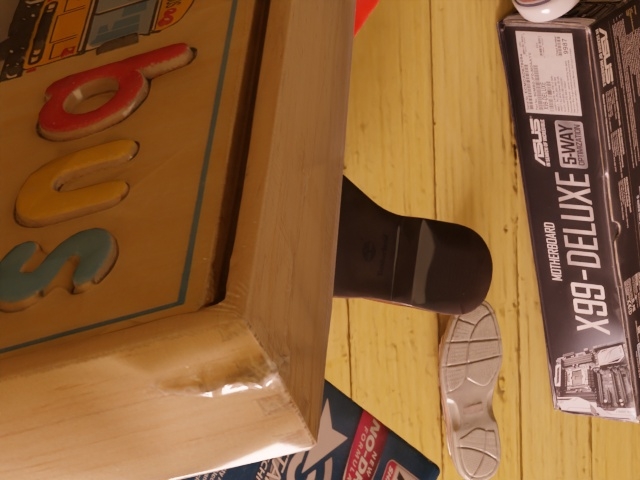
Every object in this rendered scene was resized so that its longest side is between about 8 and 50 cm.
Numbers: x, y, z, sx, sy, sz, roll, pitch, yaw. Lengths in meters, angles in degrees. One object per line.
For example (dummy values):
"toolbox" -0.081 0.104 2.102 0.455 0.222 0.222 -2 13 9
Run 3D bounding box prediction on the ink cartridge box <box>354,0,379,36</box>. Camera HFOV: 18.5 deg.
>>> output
"ink cartridge box" 0.005 -0.245 1.068 0.239 0.060 0.275 45 70 -32

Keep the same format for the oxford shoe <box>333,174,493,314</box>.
"oxford shoe" 0.000 0.000 1.166 0.212 0.076 0.076 23 78 -35

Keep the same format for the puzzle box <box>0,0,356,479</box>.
"puzzle box" -0.120 -0.054 0.697 0.409 0.272 0.052 -86 156 -52

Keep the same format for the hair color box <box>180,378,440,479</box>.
"hair color box" -0.106 0.080 0.944 0.347 0.174 0.105 40 64 -47

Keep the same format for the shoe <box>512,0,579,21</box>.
"shoe" 0.160 -0.238 1.343 0.081 0.063 0.178 53 49 -40

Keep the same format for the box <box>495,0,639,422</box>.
"box" 0.245 -0.056 1.464 0.242 0.076 0.307 -34 121 -45

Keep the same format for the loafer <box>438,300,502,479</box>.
"loafer" 0.097 0.099 1.332 0.045 0.039 0.125 -4 96 -19
